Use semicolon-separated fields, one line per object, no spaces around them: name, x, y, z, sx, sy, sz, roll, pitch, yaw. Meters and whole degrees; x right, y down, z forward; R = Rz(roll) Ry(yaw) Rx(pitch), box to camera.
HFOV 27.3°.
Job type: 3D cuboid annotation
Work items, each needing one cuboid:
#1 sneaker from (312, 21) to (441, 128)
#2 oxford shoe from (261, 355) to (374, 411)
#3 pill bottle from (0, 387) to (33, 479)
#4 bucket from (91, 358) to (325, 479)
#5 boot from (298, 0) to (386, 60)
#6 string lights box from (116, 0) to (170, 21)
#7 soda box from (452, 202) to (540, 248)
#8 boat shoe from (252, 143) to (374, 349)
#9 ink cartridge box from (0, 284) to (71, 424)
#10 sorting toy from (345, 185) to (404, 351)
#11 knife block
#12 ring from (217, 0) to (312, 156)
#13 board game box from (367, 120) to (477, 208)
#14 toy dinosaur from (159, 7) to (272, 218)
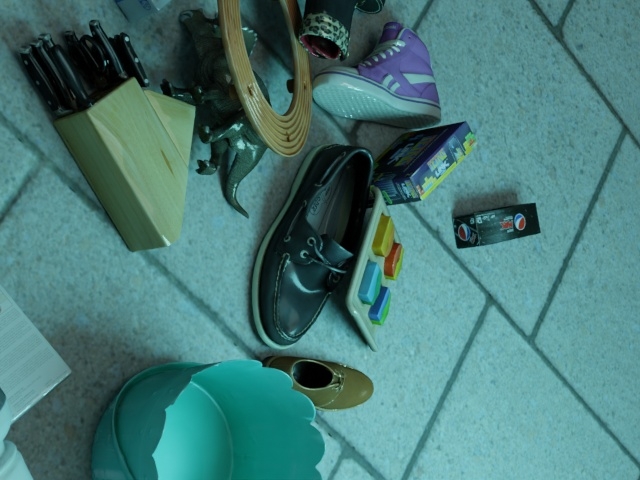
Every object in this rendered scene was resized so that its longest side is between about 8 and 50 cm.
sneaker;0.082;-0.275;2.087;0.282;0.102;0.161;8;75;-52
oxford shoe;0.011;0.214;1.965;0.212;0.076;0.076;13;73;-42
pill bottle;-0.470;0.164;1.453;0.204;0.204;0.361;-35;107;-39
bucket;-0.154;0.288;1.734;0.281;0.183;0.281;7;79;-42
boot;0.031;-0.351;2.018;0.236;0.085;0.178;37;58;-63
string lights box;-0.274;-0.446;1.798;0.133;0.077;0.259;-49;115;-33
soda box;0.305;-0.026;2.273;0.169;0.053;0.060;-10;91;-42
boat shoe;0.003;0.002;1.959;0.127;0.113;0.340;40;60;-31
ink cartridge box;-0.418;0.142;1.626;0.179;0.045;0.145;50;53;-3
sorting toy;0.090;0.047;2.019;0.193;0.038;0.208;61;38;-63
knife block;-0.290;-0.141;1.735;0.242;0.088;0.275;15;74;-39
ring;-0.082;-0.280;1.837;0.336;0.032;0.336;-8;90;-72
board game box;0.146;-0.119;2.085;0.170;0.141;0.048;-45;113;-37
toy dinosaur;-0.123;-0.188;1.871;0.160;0.121;0.313;-30;101;-34
